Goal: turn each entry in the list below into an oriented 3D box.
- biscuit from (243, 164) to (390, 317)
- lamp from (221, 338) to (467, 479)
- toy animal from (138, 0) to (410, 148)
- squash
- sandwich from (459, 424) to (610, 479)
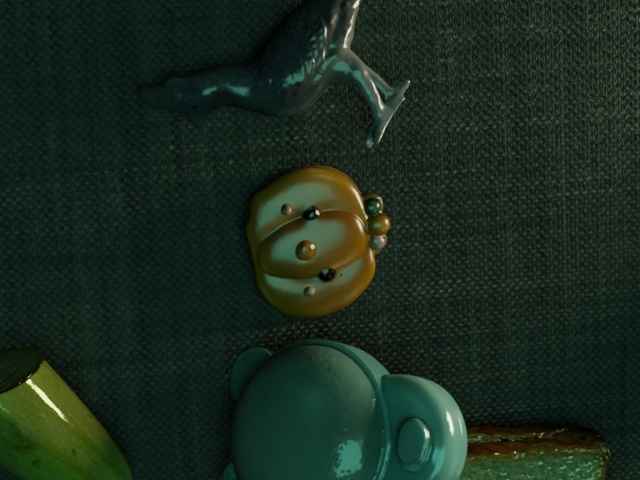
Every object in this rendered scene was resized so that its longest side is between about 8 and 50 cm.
[{"bbox_3d":[0.000,0.001,1.716,0.170,0.050,0.170,-2,103,-11],"label":"biscuit"},{"bbox_3d":[0.020,0.211,1.670,0.284,0.147,0.209,3,84,17],"label":"lamp"},{"bbox_3d":[0.011,-0.196,1.656,0.367,0.081,0.206,-40,95,0],"label":"toy animal"},{"bbox_3d":[-0.269,0.218,1.676,0.287,0.137,0.137,41,92,-19],"label":"squash"},{"bbox_3d":[0.200,0.351,1.803,0.254,0.099,0.289,-5,103,-15],"label":"sandwich"}]
